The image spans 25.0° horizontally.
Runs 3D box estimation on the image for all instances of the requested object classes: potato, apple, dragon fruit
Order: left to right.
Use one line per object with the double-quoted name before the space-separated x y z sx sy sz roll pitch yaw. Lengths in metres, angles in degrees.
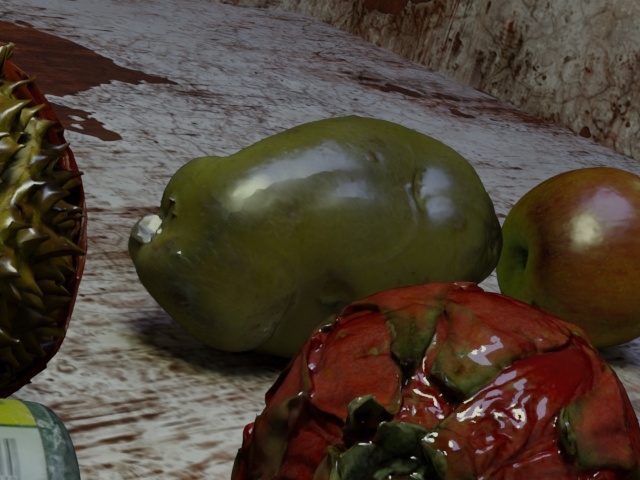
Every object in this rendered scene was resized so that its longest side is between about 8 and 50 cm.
"potato" 0.001 0.003 1.263 0.351 0.218 0.202 3 23 -31
"dragon fruit" 0.069 0.146 0.820 0.244 0.244 0.299 20 8 12
"apple" 0.279 0.019 1.529 0.196 0.196 0.196 15 17 -5

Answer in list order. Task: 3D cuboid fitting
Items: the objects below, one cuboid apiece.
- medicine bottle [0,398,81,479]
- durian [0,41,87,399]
"medicine bottle" -0.272 0.140 0.694 0.293 0.141 0.141 6 20 -29
"durian" -0.307 -0.010 0.879 0.347 0.348 0.384 6 -12 -32
